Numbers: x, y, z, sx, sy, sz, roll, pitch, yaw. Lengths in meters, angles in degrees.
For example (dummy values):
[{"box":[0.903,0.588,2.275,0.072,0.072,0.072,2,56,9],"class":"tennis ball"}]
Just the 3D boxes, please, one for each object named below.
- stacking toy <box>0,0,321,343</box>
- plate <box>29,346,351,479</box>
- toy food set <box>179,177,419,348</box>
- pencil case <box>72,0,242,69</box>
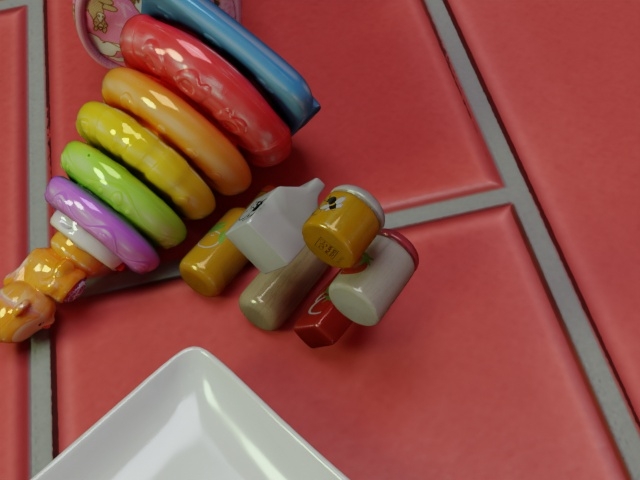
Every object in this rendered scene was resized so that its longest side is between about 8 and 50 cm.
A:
[{"box":[-0.151,-0.040,0.740,0.165,0.175,0.302,38,79,-7],"class":"stacking toy"},{"box":[-0.089,0.234,0.572,0.278,0.045,0.277,36,65,29],"class":"plate"},{"box":[0.000,0.000,0.675,0.111,0.232,0.104,45,62,-12],"class":"toy food set"},{"box":[-0.173,-0.331,0.944,0.160,0.167,0.386,-25,51,15],"class":"pencil case"}]
